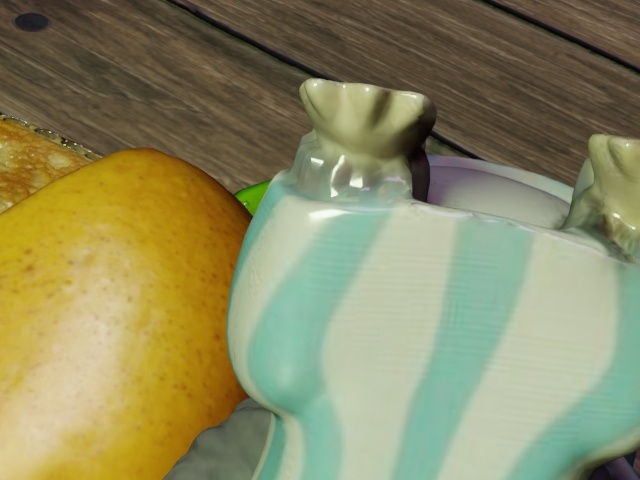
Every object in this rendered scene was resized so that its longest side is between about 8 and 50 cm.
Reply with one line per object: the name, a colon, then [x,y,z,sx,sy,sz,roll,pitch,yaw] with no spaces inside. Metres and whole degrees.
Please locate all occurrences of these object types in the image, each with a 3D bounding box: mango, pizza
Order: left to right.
pizza: [-0.214,-0.011,0.882,0.185,0.052,0.195,26,36,8]
mango: [-0.139,0.095,0.669,0.199,0.201,0.350,-9,37,30]

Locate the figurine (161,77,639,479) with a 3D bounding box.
figurine: [0.045,0.099,0.600,0.267,0.361,0.377,11,12,0]

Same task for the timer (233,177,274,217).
timer: [0.000,0.000,0.921,0.140,0.047,0.128,-20,48,-32]
